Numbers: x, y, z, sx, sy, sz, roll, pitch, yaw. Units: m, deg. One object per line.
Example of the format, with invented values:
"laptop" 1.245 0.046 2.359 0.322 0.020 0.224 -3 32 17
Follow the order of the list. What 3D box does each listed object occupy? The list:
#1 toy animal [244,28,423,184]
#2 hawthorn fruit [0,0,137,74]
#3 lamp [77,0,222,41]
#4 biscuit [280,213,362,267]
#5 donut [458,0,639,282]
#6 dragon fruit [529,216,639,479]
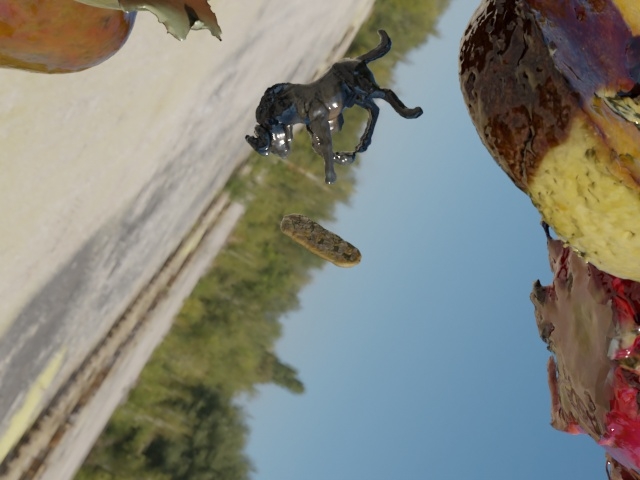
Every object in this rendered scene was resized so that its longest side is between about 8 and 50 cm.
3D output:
"toy animal" 0.018 -0.171 1.311 0.232 0.148 0.084 -38 -171 0
"hawthorn fruit" -0.317 -0.294 0.969 0.267 0.300 0.268 177 -90 -74
"lamp" -0.103 -0.231 0.592 0.250 0.250 0.284 126 -45 -63
"biscuit" 0.000 0.000 1.611 0.071 0.147 0.018 -36 152 -52
"donut" 0.141 -0.063 0.488 0.073 0.184 0.166 -40 -177 41
"dragon fruit" 0.358 0.104 1.017 0.371 0.249 0.386 42 -45 45
